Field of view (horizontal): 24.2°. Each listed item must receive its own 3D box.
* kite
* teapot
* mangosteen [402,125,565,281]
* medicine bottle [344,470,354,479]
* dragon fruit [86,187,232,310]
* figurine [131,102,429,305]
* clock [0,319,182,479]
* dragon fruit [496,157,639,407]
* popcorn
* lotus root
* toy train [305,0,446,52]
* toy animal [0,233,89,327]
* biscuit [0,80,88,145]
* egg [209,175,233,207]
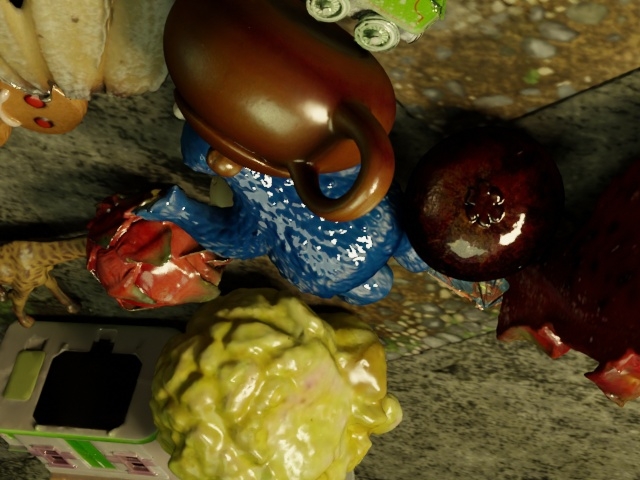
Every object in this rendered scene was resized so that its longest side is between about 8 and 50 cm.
[{"bbox_3d":[0.157,0.014,1.345,0.232,0.009,0.189,8,148,10],"label":"kite"},{"bbox_3d":[-0.029,-0.091,1.053,0.178,0.252,0.135,13,117,-41],"label":"teapot"},{"bbox_3d":[0.128,-0.028,1.190,0.140,0.140,0.140,11,150,7],"label":"mangosteen"},{"bbox_3d":[-0.006,0.296,1.837,0.058,0.058,0.091,31,147,-24],"label":"medicine bottle"},{"bbox_3d":[-0.149,0.007,1.380,0.142,0.130,0.121,19,117,-3],"label":"dragon fruit"},{"bbox_3d":[-0.014,-0.031,1.201,0.262,0.120,0.164,21,113,-30],"label":"figurine"},{"bbox_3d":[-0.212,0.235,1.724,0.235,0.166,0.309,1,148,23],"label":"clock"},{"bbox_3d":[0.304,0.081,1.170,0.286,0.228,0.329,32,142,-30],"label":"dragon fruit"},{"bbox_3d":[-0.056,0.155,1.493,0.212,0.259,0.259,20,162,47],"label":"popcorn"},{"bbox_3d":[-0.180,-0.222,1.050,0.167,0.078,0.329,1,149,-9],"label":"lotus root"},{"bbox_3d":[-0.003,-0.200,1.015,0.202,0.060,0.081,28,140,-22],"label":"toy train"},{"bbox_3d":[-0.285,0.026,1.526,0.149,0.054,0.275,24,148,-20],"label":"toy animal"},{"bbox_3d":[-0.324,-0.131,1.298,0.250,0.036,0.165,9,150,10],"label":"biscuit"},{"bbox_3d":[-0.055,-0.035,1.300,0.083,0.071,0.071,14,152,-21],"label":"egg"}]
